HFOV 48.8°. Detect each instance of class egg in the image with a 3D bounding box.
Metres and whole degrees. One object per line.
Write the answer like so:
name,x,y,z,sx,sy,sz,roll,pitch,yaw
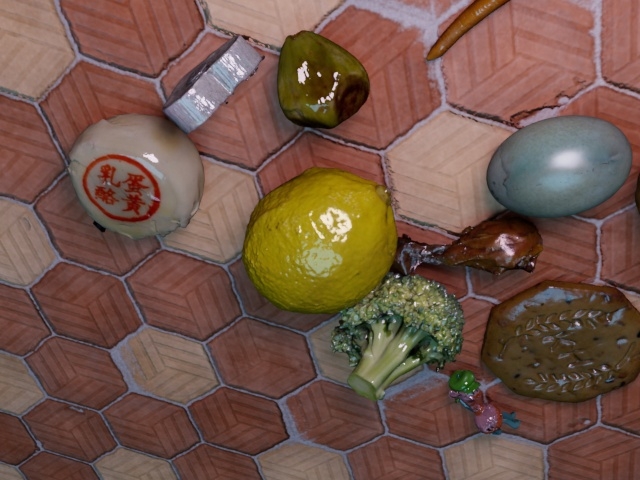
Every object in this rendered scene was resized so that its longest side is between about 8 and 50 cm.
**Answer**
egg,0.399,-0.123,1.192,0.237,0.169,0.169,-15,122,18

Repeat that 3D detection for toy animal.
toy animal,0.368,0.382,1.637,0.208,0.100,0.103,40,162,-22

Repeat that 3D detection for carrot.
carrot,0.239,-0.356,1.137,0.037,0.037,0.190,40,127,-19

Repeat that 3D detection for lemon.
lemon,0.000,0.000,1.300,0.268,0.268,0.322,31,126,-13

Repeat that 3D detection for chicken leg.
chicken leg,0.270,0.020,1.361,0.305,0.113,0.093,-7,159,15

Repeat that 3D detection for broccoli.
broccoli,0.146,0.182,1.433,0.260,0.235,0.288,-18,148,-24

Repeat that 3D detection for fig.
fig,-0.008,-0.266,1.177,0.154,0.144,0.165,-24,100,42

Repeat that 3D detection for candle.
candle,-0.192,-0.266,1.216,0.068,0.192,0.168,47,164,-22

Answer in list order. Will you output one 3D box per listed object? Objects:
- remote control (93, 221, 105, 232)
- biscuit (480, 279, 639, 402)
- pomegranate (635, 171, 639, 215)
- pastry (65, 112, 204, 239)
remote control,-0.448,-0.055,1.490,0.034,0.016,0.091,44,123,-3
biscuit,0.521,0.224,1.510,0.360,0.046,0.359,4,126,6
pomegranate,0.646,-0.087,1.135,0.261,0.260,0.260,5,127,7
pastry,-0.351,-0.120,1.357,0.265,0.133,0.264,6,131,6
